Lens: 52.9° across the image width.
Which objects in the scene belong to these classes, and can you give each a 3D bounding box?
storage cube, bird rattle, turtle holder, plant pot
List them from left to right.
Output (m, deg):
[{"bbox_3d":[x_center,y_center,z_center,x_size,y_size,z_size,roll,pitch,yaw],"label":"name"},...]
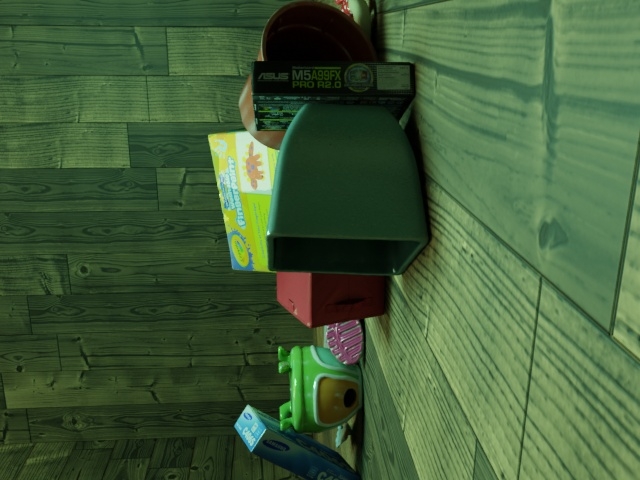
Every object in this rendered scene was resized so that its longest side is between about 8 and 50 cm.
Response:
[{"bbox_3d":[-0.049,-0.341,1.438,0.265,0.272,0.273,151,120,-61],"label":"plant pot"},{"bbox_3d":[-0.004,0.421,1.823,0.320,0.227,0.244,99,169,-70],"label":"turtle holder"},{"bbox_3d":[0.018,0.055,1.393,0.215,0.183,0.193,-149,56,-60],"label":"storage cube"},{"bbox_3d":[0.035,-0.091,1.097,0.247,0.247,0.253,104,167,-74],"label":"plant pot"},{"bbox_3d":[0.082,-0.499,1.503,0.207,0.143,0.254,-113,32,-47],"label":"bird rattle"}]

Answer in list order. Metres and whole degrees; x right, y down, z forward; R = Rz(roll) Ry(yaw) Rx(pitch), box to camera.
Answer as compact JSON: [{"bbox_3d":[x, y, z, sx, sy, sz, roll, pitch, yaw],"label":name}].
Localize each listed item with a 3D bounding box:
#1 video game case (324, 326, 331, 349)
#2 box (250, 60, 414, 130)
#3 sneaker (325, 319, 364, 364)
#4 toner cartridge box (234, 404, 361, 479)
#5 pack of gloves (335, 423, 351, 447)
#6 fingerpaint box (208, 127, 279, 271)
[{"bbox_3d":[0.049,0.400,2.213,0.244,0.061,0.270,-97,7,-65],"label":"video game case"},{"bbox_3d":[0.013,-0.252,1.146,0.216,0.269,0.060,120,149,-83],"label":"box"},{"bbox_3d":[0.068,0.213,1.742,0.111,0.102,0.253,38,-143,-64],"label":"sneaker"},{"bbox_3d":[-0.062,0.589,1.788,0.075,0.347,0.165,-58,25,-6],"label":"toner cartridge box"},{"bbox_3d":[0.089,0.530,1.970,0.232,0.046,0.195,105,175,-65],"label":"pack of gloves"},{"bbox_3d":[-0.128,-0.133,1.997,0.163,0.370,0.445,-27,-68,-51],"label":"fingerpaint box"}]
